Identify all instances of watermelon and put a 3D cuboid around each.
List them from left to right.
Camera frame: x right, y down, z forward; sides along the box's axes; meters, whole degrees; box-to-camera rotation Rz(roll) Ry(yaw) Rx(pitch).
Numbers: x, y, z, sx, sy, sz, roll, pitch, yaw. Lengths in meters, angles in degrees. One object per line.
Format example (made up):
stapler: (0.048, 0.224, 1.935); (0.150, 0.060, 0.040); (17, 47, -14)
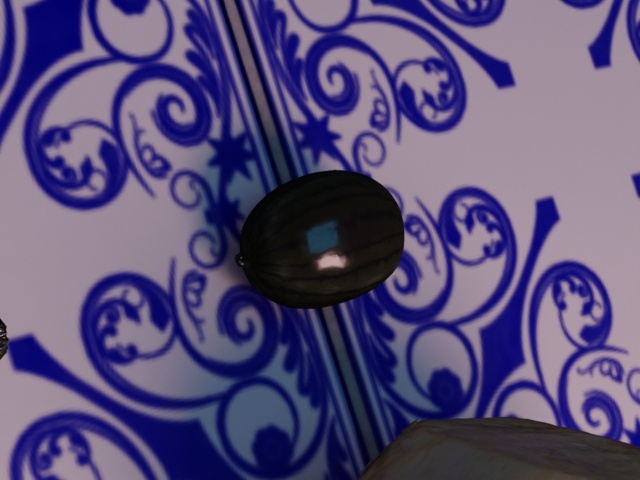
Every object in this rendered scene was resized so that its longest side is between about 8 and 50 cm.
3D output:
watermelon: (0.000, 0.000, 1.012); (0.111, 0.078, 0.078); (-20, 88, -37)

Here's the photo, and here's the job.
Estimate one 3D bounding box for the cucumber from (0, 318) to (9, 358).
cucumber: (-0.218, 0.090, 0.855); (0.043, 0.039, 0.163); (37, 53, 4)

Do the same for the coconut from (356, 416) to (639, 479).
coconut: (0.110, 0.214, 0.928); (0.259, 0.259, 0.259); (11, 70, -32)
